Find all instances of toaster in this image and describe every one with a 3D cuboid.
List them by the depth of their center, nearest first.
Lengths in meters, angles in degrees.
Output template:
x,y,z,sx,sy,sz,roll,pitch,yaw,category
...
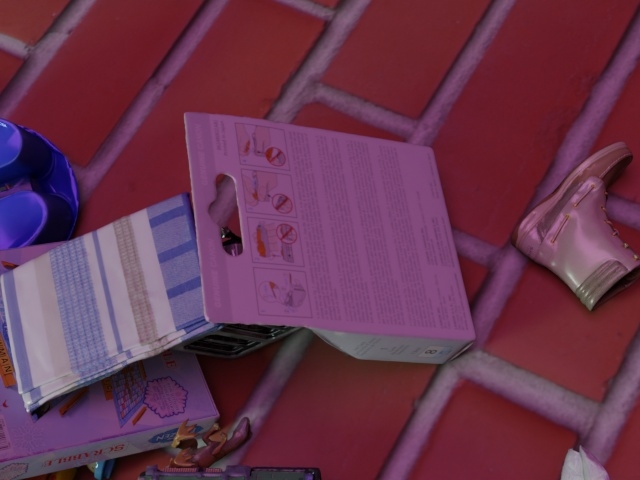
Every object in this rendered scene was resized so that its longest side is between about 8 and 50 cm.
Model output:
x,y,z,sx,sy,sz,roll,pitch,yaw,category
-0.111,0.076,1.606,0.168,0.186,0.110,-28,60,37,toaster

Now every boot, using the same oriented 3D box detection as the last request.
x,y,z,sx,sy,sz,roll,pitch,yaw,category
0.390,-0.021,1.655,0.213,0.077,0.165,-43,63,-7,boot

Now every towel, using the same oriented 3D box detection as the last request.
x,y,z,sx,sy,sz,roll,pitch,yaw,category
-0.269,0.076,1.536,0.285,0.034,0.209,-24,59,7,towel

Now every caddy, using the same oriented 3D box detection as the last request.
x,y,z,sx,sy,sz,roll,pitch,yaw,category
-0.528,-0.044,1.775,0.341,0.179,0.241,-20,83,-3,caddy

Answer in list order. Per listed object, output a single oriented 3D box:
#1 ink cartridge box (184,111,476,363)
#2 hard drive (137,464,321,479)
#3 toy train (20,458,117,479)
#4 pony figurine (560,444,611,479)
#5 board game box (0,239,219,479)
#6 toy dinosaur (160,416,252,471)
x,y,z,sx,sy,sz,roll,pitch,yaw,category
0.000,0.000,1.595,0.385,0.091,0.308,6,59,-26,ink cartridge box
-0.123,0.412,1.406,0.237,0.064,0.339,0,41,4,hard drive
-0.368,0.351,1.592,0.143,0.105,0.248,18,67,3,toy train
0.326,0.411,1.323,0.363,0.351,0.303,26,86,-2,pony figurine
-0.337,0.146,1.623,0.318,0.066,0.318,-8,57,-28,board game box
-0.180,0.295,1.584,0.211,0.112,0.064,-25,58,-11,toy dinosaur
